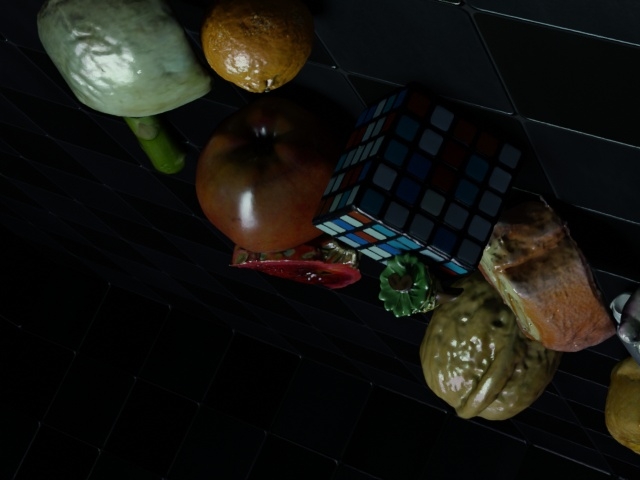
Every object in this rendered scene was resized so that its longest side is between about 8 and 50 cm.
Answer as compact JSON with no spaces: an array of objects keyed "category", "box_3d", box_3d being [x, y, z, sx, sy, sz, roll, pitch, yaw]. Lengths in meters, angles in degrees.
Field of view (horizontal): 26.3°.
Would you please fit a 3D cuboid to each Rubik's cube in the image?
[{"category":"Rubik's cube","box_3d":[0.123,-0.067,1.757,0.182,0.187,0.184,29,164,-13]}]

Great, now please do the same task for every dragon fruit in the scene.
[{"category":"dragon fruit","box_3d":[0.000,0.000,2.423,0.211,0.134,0.262,-3,167,41]}]

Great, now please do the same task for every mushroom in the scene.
[{"category":"mushroom","box_3d":[-0.235,-0.230,1.626,0.190,0.164,0.267,62,175,-6]}]

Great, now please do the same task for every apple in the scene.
[{"category":"apple","box_3d":[-0.070,-0.094,1.946,0.234,0.234,0.234,24,167,6]}]

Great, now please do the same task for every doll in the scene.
[{"category":"doll","box_3d":[0.125,0.073,1.724,0.078,0.077,0.113,2,156,35]},{"category":"doll","box_3d":[0.521,0.132,1.976,0.192,0.149,0.095,37,-154,-16]}]

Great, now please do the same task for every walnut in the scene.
[{"category":"walnut","box_3d":[0.282,0.175,2.270,0.224,0.257,0.257,25,167,-4]}]

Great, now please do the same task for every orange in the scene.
[{"category":"orange","box_3d":[-0.070,-0.234,1.582,0.118,0.135,0.135,61,166,2]}]

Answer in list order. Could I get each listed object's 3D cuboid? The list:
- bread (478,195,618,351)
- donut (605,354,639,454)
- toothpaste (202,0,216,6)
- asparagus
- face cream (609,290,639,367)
[{"category":"bread","box_3d":[0.304,0.042,1.928,0.190,0.123,0.244,52,177,45]},{"category":"donut","box_3d":[0.632,0.306,2.371,0.299,0.150,0.317,9,160,48]},{"category":"toothpaste","box_3d":[-0.135,-0.306,1.626,0.060,0.038,0.233,9,157,40]},{"category":"asparagus","box_3d":[-0.287,-0.183,2.345,0.067,0.060,0.278,42,171,15]},{"category":"face cream","box_3d":[0.511,0.151,2.143,0.073,0.073,0.283,17,165,32]}]
